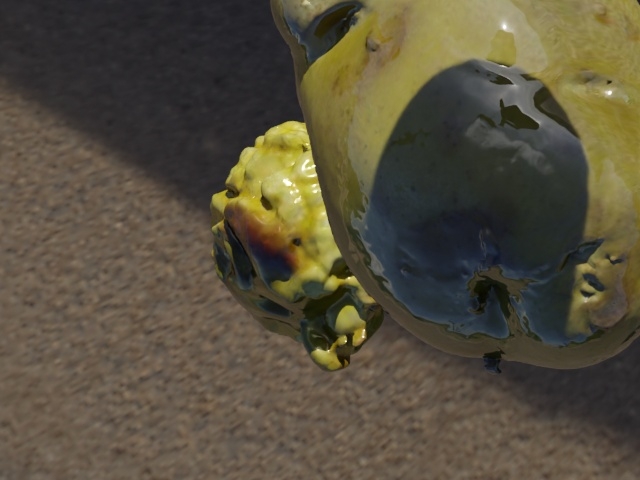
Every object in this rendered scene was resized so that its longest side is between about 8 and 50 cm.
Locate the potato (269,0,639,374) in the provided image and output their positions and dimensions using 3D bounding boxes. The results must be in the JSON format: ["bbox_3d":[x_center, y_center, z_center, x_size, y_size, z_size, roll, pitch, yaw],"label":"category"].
[{"bbox_3d":[0.092,-0.087,0.962,0.218,0.202,0.351,-29,74,23],"label":"potato"}]

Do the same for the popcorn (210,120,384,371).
[{"bbox_3d":[-0.001,-0.001,1.403,0.189,0.169,0.218,39,154,14],"label":"popcorn"}]
